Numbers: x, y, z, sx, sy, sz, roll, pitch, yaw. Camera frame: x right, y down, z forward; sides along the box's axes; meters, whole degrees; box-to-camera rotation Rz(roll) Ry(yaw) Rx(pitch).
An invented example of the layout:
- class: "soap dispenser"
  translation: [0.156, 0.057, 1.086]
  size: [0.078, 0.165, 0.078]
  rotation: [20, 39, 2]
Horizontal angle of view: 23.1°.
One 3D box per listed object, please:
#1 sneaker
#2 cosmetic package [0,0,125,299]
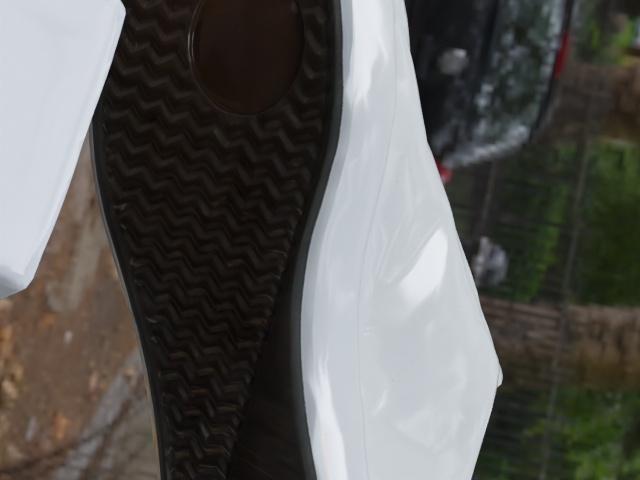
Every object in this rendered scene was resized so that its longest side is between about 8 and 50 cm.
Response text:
- class: "sneaker"
  translation: [0.000, 0.000, 0.529]
  size: [0.123, 0.106, 0.290]
  rotation: [-13, 104, -53]
- class: "cosmetic package"
  translation: [-0.172, -0.055, 0.332]
  size: [0.117, 0.231, 0.085]
  rotation: [-24, -135, 49]
